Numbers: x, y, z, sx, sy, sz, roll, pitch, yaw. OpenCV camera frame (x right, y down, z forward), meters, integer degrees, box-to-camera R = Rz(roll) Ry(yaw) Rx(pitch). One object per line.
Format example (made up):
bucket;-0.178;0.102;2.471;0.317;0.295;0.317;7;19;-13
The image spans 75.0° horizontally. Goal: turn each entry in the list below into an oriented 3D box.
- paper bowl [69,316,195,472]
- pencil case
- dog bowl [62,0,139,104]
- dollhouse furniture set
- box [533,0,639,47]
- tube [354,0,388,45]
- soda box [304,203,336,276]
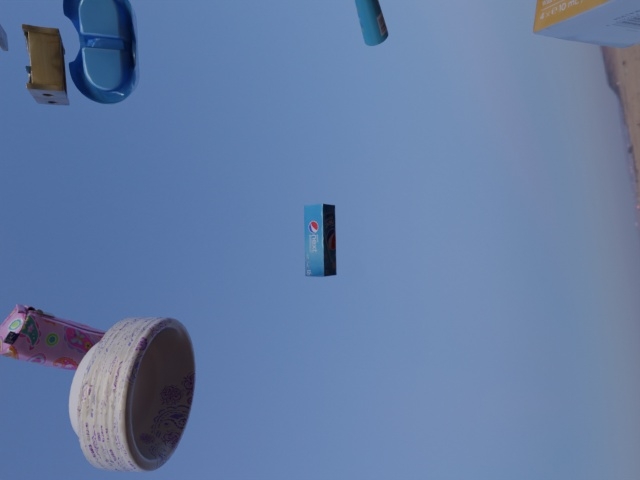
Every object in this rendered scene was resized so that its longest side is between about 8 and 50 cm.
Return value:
paper bowl;-0.370;0.294;0.823;0.284;0.148;0.284;0;-90;-84
pencil case;-0.613;0.245;1.006;0.284;0.124;0.124;39;-126;-46
dog bowl;-0.554;-0.508;1.080;0.074;0.166;0.297;-100;14;-72
dollhouse furniture set;-0.644;-0.370;0.878;0.184;0.129;0.129;-4;-86;-25
box;0.414;-0.442;0.486;0.168;0.215;0.345;1;-81;-13
tube;0.083;-0.482;0.802;0.207;0.052;0.080;58;-156;-50
soda box;0.000;0.000;1.223;0.067;0.071;0.210;-1;-90;-53
